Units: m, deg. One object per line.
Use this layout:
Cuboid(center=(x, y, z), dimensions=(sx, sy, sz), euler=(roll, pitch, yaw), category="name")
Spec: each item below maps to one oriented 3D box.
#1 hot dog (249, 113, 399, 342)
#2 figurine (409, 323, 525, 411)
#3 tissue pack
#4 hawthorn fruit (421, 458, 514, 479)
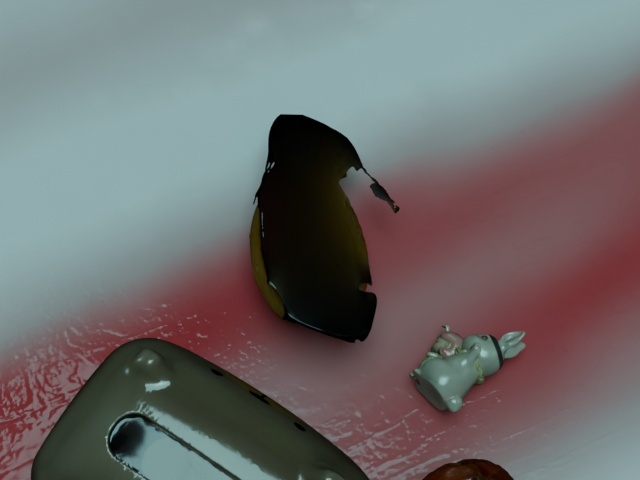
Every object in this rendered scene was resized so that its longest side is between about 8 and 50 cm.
Cuboid(center=(-0.006, 0.001, 1.639), dimensions=(0.194, 0.107, 0.326), euler=(15, 57, -8), category="hot dog")
Cuboid(center=(0.190, 0.148, 1.597), dimensions=(0.146, 0.081, 0.098), euler=(-41, 75, -18), category="figurine")
Cuboid(center=(-0.133, 0.294, 1.408), dimensions=(0.387, 0.277, 0.267), euler=(33, 71, 11), category="tissue pack")
Cuboid(center=(0.177, 0.350, 1.458), dimensions=(0.173, 0.173, 0.179), euler=(48, 114, 15), category="hawthorn fruit")
